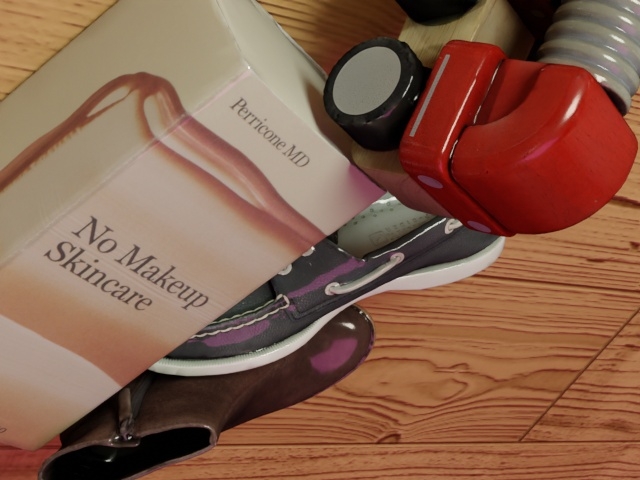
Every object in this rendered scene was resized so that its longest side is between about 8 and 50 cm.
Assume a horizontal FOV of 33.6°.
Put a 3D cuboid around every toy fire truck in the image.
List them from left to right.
[{"bbox_3d":[0.164,-0.097,0.569,0.158,0.246,0.217,37,74,-47],"label":"toy fire truck"}]

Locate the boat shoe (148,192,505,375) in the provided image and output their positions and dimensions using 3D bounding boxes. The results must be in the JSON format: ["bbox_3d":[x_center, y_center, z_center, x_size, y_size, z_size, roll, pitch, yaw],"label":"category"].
[{"bbox_3d":[0.000,0.000,0.751,0.303,0.114,0.091,-23,143,-20],"label":"boat shoe"}]

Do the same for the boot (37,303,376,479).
[{"bbox_3d":[-0.069,0.117,0.769,0.248,0.207,0.090,-16,99,-2],"label":"boot"}]

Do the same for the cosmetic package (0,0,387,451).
[{"bbox_3d":[-0.130,-0.015,0.645,0.296,0.129,0.153,-38,138,15],"label":"cosmetic package"}]
